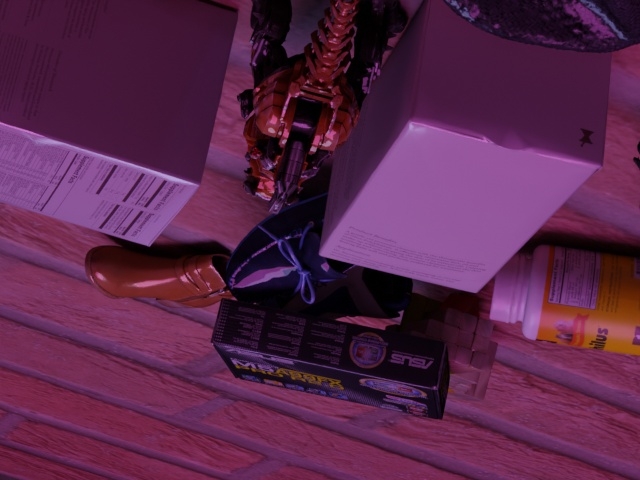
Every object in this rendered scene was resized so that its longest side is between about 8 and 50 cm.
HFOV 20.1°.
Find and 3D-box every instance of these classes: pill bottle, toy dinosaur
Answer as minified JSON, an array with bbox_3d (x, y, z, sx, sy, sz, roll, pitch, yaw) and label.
[{"bbox_3d":[0.315,0.070,2.167,0.215,0.117,0.117,8,156,6],"label":"pill bottle"},{"bbox_3d":[-0.002,-0.145,1.692,0.164,0.218,0.322,24,154,-26],"label":"toy dinosaur"}]

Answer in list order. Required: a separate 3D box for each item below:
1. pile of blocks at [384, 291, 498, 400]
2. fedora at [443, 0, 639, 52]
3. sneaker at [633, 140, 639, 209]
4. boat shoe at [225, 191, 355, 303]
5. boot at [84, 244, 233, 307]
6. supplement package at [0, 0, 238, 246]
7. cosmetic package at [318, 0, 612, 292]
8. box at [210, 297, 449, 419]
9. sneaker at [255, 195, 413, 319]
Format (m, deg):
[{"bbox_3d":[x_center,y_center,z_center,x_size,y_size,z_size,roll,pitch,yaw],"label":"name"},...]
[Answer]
[{"bbox_3d":[0.154,0.121,2.337,0.149,0.112,0.362,14,168,8],"label":"pile of blocks"},{"bbox_3d":[0.182,-0.251,1.455,0.334,0.152,0.334,9,157,4],"label":"fedora"},{"bbox_3d":[0.375,-0.067,1.888,0.130,0.087,0.227,54,175,-6],"label":"sneaker"},{"bbox_3d":[0.000,0.000,2.062,0.258,0.089,0.109,-34,122,17],"label":"boat shoe"},{"bbox_3d":[-0.198,0.040,2.384,0.152,0.073,0.197,-11,161,43],"label":"boot"},{"bbox_3d":[-0.250,-0.146,1.818,0.263,0.199,0.198,17,156,-15],"label":"supplement package"},{"bbox_3d":[0.139,-0.088,1.840,0.197,0.155,0.365,15,155,-10],"label":"cosmetic package"},{"bbox_3d":[0.018,0.144,2.163,0.270,0.060,0.216,11,167,7],"label":"box"},{"bbox_3d":[0.017,0.062,2.266,0.182,0.127,0.315,15,155,-4],"label":"sneaker"}]
